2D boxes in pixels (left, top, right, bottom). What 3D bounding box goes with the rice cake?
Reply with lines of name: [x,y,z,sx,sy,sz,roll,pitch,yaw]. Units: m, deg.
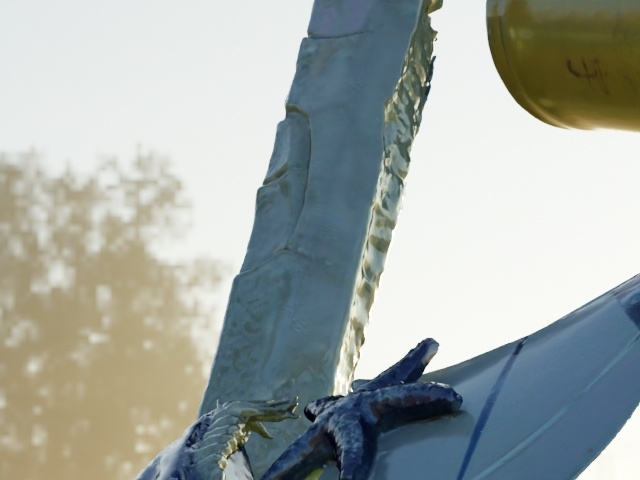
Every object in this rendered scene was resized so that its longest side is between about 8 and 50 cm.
rice cake: [0.000,0.000,0.927,0.066,0.336,0.063,5,-33,13]

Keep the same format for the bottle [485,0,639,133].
bottle: [0.276,-0.144,1.278,0.171,0.171,0.351,8,3,-33]

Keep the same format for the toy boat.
toy boat: [0.023,0.083,0.728,0.210,0.291,0.070,21,-34,57]
